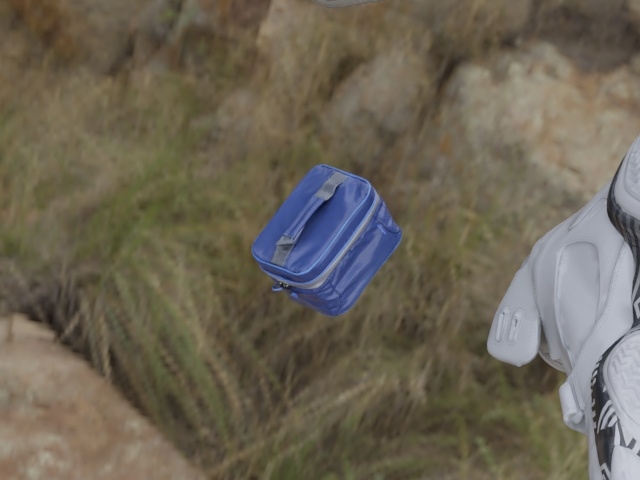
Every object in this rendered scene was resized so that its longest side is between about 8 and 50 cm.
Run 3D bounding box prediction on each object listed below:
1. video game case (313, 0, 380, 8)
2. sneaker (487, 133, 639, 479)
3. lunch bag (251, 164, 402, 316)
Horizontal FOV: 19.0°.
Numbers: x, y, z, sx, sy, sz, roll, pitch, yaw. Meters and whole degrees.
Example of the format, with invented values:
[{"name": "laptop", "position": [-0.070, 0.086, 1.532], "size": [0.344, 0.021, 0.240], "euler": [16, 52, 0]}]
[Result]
[{"name": "video game case", "position": [0.008, -0.116, 0.633], "size": [0.157, 0.143, 0.019], "euler": [21, 72, -47]}, {"name": "sneaker", "position": [0.219, 0.098, 1.360], "size": [0.137, 0.210, 0.366], "euler": [22, 55, -16]}, {"name": "lunch bag", "position": [0.000, 0.000, 1.320], "size": [0.067, 0.065, 0.098], "euler": [19, 65, 43]}]
